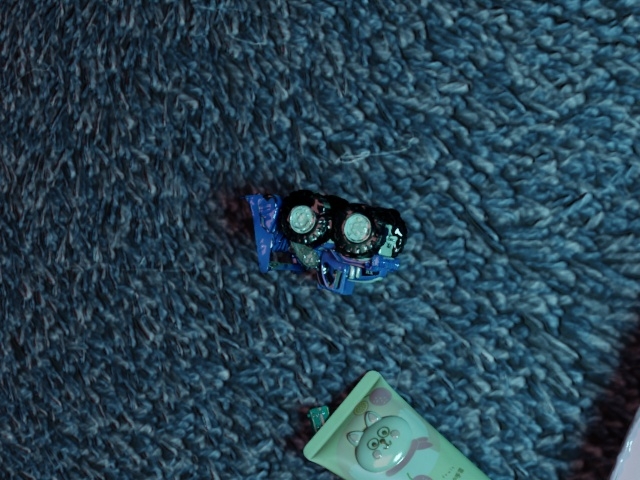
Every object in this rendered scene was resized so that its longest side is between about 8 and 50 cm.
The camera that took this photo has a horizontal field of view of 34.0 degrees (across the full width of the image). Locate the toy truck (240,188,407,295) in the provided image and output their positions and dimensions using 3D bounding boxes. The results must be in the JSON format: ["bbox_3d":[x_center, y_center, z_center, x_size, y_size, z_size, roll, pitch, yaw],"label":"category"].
[{"bbox_3d":[0.000,0.000,1.383,0.208,0.113,0.126,15,93,25],"label":"toy truck"}]

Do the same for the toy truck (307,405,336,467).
[{"bbox_3d":[0.009,0.261,1.394,0.039,0.044,0.083,-20,78,24],"label":"toy truck"}]

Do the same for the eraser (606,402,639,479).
[{"bbox_3d":[0.471,0.256,1.149,0.272,0.122,0.359,27,96,23],"label":"eraser"}]

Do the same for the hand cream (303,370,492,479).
[{"bbox_3d":[0.134,0.302,1.315,0.306,0.093,0.147,34,75,26],"label":"hand cream"}]
